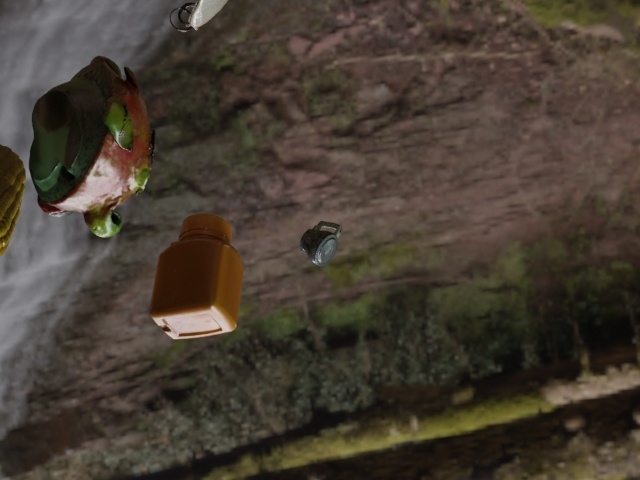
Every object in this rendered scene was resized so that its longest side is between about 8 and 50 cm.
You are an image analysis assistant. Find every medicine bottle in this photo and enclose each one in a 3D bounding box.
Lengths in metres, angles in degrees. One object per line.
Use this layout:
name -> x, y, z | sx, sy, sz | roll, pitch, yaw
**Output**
medicine bottle -> -0.231, 0.067, 2.053 | 0.149, 0.112, 0.222 | -9, -127, 20

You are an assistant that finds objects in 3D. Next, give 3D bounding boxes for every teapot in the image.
teapot -> 0.000, 0.000, 2.017 | 0.057, 0.066, 0.088 | 28, -108, 29

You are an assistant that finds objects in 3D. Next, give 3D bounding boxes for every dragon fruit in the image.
dragon fruit -> -0.363, -0.151, 1.671 | 0.268, 0.295, 0.130 | -29, 148, 35

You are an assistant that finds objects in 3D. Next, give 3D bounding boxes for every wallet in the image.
wallet -> -0.137, -0.547, 2.009 | 0.335, 0.068, 0.275 | -50, -176, -25

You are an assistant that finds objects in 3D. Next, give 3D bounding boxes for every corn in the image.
corn -> -0.594, -0.068, 1.874 | 0.143, 0.144, 0.387 | -10, -151, -2
